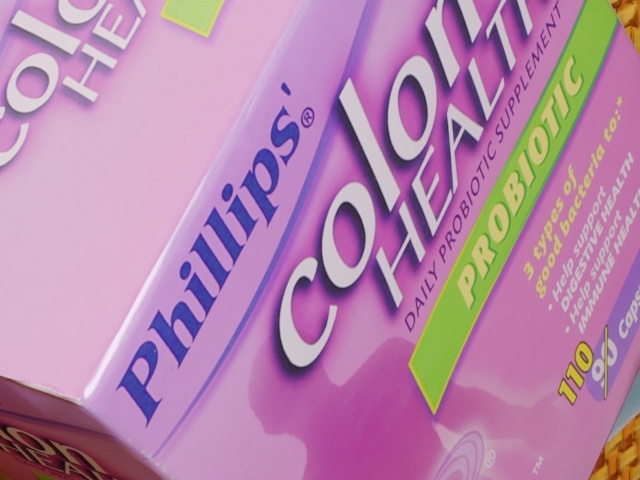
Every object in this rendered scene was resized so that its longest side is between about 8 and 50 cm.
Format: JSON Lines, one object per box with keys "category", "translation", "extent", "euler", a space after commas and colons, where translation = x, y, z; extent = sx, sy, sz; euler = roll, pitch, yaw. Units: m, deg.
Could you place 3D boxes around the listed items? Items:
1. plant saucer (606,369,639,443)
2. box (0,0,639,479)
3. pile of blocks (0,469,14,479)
{"category": "plant saucer", "translation": [0.038, 0.136, 0.858], "extent": [0.317, 0.044, 0.317], "euler": [-41, 173, -6]}
{"category": "box", "translation": [0.000, 0.000, 0.601], "extent": [0.243, 0.117, 0.214], "euler": [49, 62, -47]}
{"category": "pile of blocks", "translation": [-0.028, 0.042, 0.794], "extent": [0.112, 0.149, 0.362], "euler": [39, 72, -49]}
